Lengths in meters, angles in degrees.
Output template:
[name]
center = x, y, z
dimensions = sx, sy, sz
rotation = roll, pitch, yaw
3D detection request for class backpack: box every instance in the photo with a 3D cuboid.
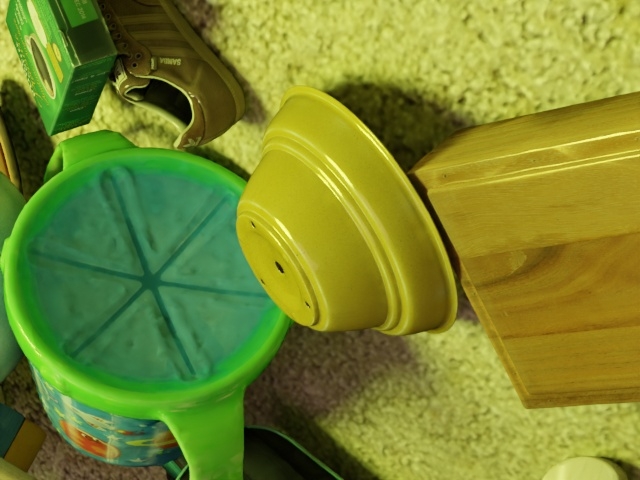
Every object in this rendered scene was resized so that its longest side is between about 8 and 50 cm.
[backpack]
center = -0.043, 0.262, 1.728
dimensions = 0.188, 0.166, 0.144
rotation = 39, 166, 12

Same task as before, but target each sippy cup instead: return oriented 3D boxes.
[sippy cup]
center = -0.148, 0.076, 1.652
dimensions = 0.240, 0.305, 0.224
rotation = 16, 150, -2

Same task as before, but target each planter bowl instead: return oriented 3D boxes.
[planter bowl]
center = 0.000, 0.000, 1.476
dimensions = 0.217, 0.090, 0.217
rotation = 49, 160, 24

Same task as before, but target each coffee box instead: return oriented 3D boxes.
[coffee box]
center = -0.208, -0.162, 1.575
dimensions = 0.113, 0.040, 0.184
rotation = 67, 162, 9

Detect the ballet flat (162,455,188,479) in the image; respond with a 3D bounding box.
[ballet flat]
center = -0.110, 0.206, 1.824
dimensions = 0.074, 0.074, 0.203
rotation = 23, 153, 31

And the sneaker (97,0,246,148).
[sneaker]
center = -0.142, -0.151, 1.560
dimensions = 0.188, 0.071, 0.066
rotation = 43, 142, 8

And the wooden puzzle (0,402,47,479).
[wooden puzzle]
center = -0.383, 0.142, 1.783
dimensions = 0.348, 0.080, 0.322
rotation = 42, 159, -28

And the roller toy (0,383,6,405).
[roller toy]
center = -0.436, 0.171, 2.065
dimensions = 0.209, 0.146, 0.191
rotation = -3, 119, 46

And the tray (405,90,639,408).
[tray]
center = 0.256, 0.001, 1.289
dimensions = 0.411, 0.076, 0.203
rotation = -9, 114, 49

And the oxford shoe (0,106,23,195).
[oxford shoe]
center = -0.306, -0.044, 1.791
dimensions = 0.076, 0.076, 0.212
rotation = -115, 21, -55

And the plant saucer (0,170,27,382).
[plant saucer]
center = -0.265, 0.035, 1.692
dimensions = 0.037, 0.195, 0.195
rotation = 2, 130, 3

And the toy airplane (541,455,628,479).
[toy airplane]
center = 0.128, 0.401, 1.519
dimensions = 0.384, 0.272, 0.386
rotation = -23, 85, 11
